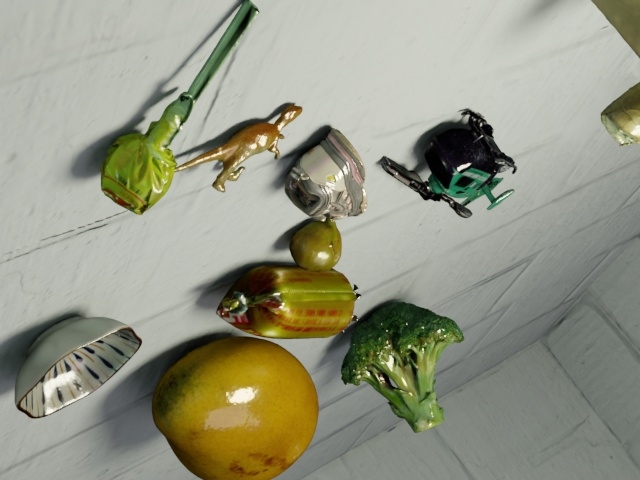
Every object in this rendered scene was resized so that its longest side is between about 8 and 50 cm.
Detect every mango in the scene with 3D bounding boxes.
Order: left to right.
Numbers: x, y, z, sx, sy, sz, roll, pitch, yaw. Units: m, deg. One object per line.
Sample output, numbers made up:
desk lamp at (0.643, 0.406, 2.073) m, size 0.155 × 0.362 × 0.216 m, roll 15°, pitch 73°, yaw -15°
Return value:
mango at (-0.143, 0.276, 2.037) m, size 0.264 × 0.221 × 0.378 m, roll -36°, pitch 154°, yaw 6°

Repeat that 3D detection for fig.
fig at (0.000, 0.000, 1.846) m, size 0.084 × 0.082 × 0.098 m, roll 30°, pitch 98°, yaw -34°

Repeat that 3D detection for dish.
dish at (-0.328, 0.150, 1.611) m, size 0.191 × 0.066 × 0.190 m, roll -35°, pitch 163°, yaw -12°

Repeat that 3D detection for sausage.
sausage at (-0.055, 0.097, 1.890) m, size 0.317 × 0.125 × 0.117 m, roll 3°, pitch 94°, yaw -64°

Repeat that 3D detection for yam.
yam at (0.541, -0.246, 1.652) m, size 0.371 × 0.083 × 0.083 m, roll -34°, pitch 162°, yaw -6°

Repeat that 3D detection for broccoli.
broccoli at (0.183, 0.251, 2.500) m, size 0.254 × 0.269 × 0.269 m, roll -16°, pitch 156°, yaw -18°

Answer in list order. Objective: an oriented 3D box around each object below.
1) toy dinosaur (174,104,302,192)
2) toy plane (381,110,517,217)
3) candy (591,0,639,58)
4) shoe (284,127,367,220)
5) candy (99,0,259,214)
toy dinosaur at (-0.094, -0.115, 1.438) m, size 0.126 × 0.039 × 0.162 m, roll -53°, pitch 153°, yaw 17°
toy plane at (0.228, -0.109, 1.961) m, size 0.155 × 0.106 × 0.382 m, roll -35°, pitch 164°, yaw 17°
candy at (0.482, -0.376, 1.619) m, size 0.135 × 0.179 × 0.320 m, roll -31°, pitch 161°, yaw -15°
shoe at (0.004, -0.068, 1.645) m, size 0.092 × 0.089 × 0.180 m, roll -33°, pitch 159°, yaw -16°
candy at (-0.140, -0.138, 1.265) m, size 0.262 × 0.073 × 0.077 m, roll -53°, pitch 176°, yaw 23°
